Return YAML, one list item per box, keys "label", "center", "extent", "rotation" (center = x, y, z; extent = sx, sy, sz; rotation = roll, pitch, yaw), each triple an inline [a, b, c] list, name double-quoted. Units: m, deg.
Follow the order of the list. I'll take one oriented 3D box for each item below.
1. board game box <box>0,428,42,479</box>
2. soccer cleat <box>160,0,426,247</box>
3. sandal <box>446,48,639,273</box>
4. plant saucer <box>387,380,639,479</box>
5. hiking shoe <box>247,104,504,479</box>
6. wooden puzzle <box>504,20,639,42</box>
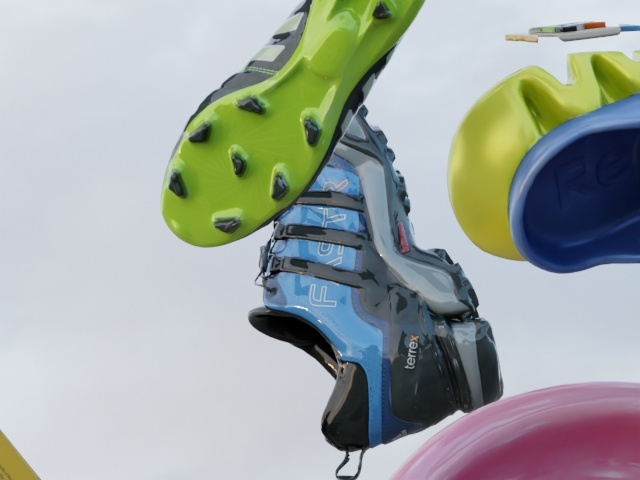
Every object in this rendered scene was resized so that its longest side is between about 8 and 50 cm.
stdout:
- label: "board game box"
  center: [-0.141, 0.268, 0.836]
  extent: [0.064, 0.242, 0.317]
  rotation: [-25, -36, -32]
- label: "soccer cleat"
  center: [-0.003, -0.069, 0.713]
  extent: [0.179, 0.060, 0.072]
  rotation: [-52, -6, 16]
- label: "sandal"
  center: [0.222, -0.055, 0.741]
  extent: [0.317, 0.138, 0.126]
  rotation: [-30, -51, -6]
- label: "plant saucer"
  center: [0.153, 0.218, 0.709]
  extent: [0.332, 0.332, 0.084]
  rotation: [-6, -34, -21]
- label: "hiking shoe"
  center: [0.000, 0.000, 1.092]
  extent: [0.132, 0.304, 0.113]
  rotation: [-26, -31, -7]
- label: "wooden puzzle"
  center: [0.245, -0.205, 1.608]
  extent: [0.116, 0.014, 0.078]
  rotation: [-10, 15, -24]
